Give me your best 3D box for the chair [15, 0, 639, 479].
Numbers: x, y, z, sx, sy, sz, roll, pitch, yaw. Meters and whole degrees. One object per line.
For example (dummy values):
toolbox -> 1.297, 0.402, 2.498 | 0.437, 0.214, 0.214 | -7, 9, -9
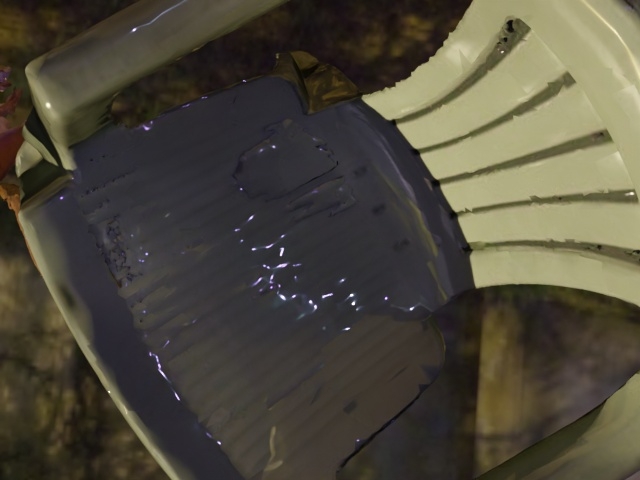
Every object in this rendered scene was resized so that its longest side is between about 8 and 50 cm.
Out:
chair -> 0.000, 0.000, 0.414 | 0.190, 0.203, 0.275 | -31, -170, -7

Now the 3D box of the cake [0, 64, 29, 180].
cake -> -0.317, -0.029, 0.803 | 0.098, 0.287, 0.135 | 24, 142, 28

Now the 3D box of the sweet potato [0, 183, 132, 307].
sweet potato -> -0.141, 0.028, 0.707 | 0.226, 0.068, 0.068 | 36, -176, 18
